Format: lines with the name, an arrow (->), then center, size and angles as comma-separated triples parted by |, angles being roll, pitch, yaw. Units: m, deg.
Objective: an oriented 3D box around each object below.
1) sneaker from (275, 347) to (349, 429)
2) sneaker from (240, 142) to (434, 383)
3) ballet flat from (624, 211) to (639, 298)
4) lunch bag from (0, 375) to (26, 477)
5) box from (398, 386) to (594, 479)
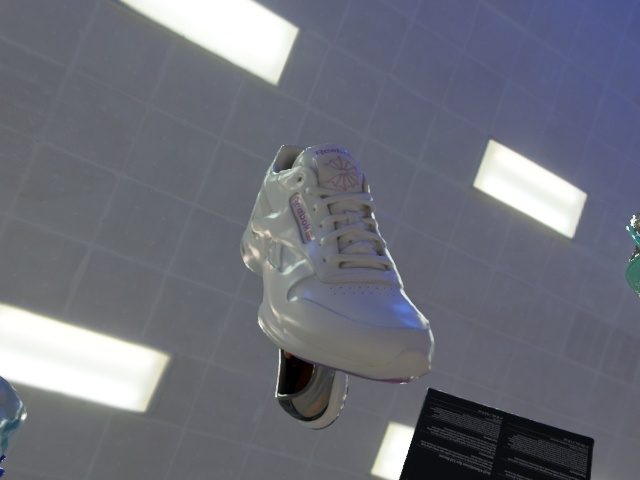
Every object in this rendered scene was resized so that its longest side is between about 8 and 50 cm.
sneaker -> -0.004, 0.133, 0.746 | 0.108, 0.100, 0.272 | 44, -135, -46
sneaker -> 0.000, 0.000, 0.438 | 0.114, 0.305, 0.152 | 6, -68, -28
ballet flat -> 0.647, 0.016, 0.881 | 0.182, 0.164, 0.482 | -36, -28, 19
lunch bag -> -0.303, 0.125, 0.303 | 0.219, 0.090, 0.176 | -35, -71, 24
box -> 0.270, 0.371, 0.785 | 0.184, 0.261, 0.103 | -57, -31, -40
